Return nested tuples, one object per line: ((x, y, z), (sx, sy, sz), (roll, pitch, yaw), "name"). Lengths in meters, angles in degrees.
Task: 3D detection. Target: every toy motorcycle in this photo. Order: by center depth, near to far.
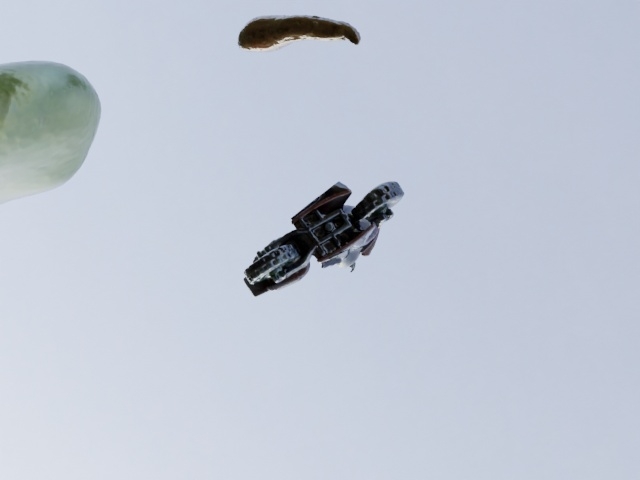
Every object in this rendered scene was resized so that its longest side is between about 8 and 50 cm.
((-0.001, -0.001, 1.742), (0.082, 0.213, 0.122), (55, -20, 16), "toy motorcycle")

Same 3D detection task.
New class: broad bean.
((-0.252, -0.054, 0.975), (0.228, 0.169, 0.100), (-14, -97, 20), "broad bean")

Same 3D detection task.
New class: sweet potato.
((-0.033, -0.268, 1.937), (0.214, 0.050, 0.050), (3, -86, 45), "sweet potato")
